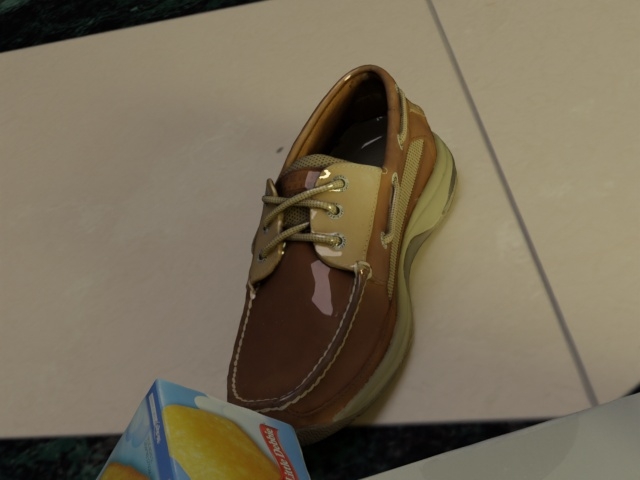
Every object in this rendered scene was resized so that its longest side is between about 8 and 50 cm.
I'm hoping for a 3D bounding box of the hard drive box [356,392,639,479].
[{"bbox_3d":[0.112,0.176,0.554,0.181,0.232,0.089,-20,32,11],"label":"hard drive box"}]

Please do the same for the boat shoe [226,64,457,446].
[{"bbox_3d":[0.000,0.000,0.994,0.123,0.116,0.324,-10,36,24],"label":"boat shoe"}]

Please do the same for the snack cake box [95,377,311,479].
[{"bbox_3d":[-0.059,0.207,0.701,0.152,0.089,0.264,-58,26,19],"label":"snack cake box"}]
